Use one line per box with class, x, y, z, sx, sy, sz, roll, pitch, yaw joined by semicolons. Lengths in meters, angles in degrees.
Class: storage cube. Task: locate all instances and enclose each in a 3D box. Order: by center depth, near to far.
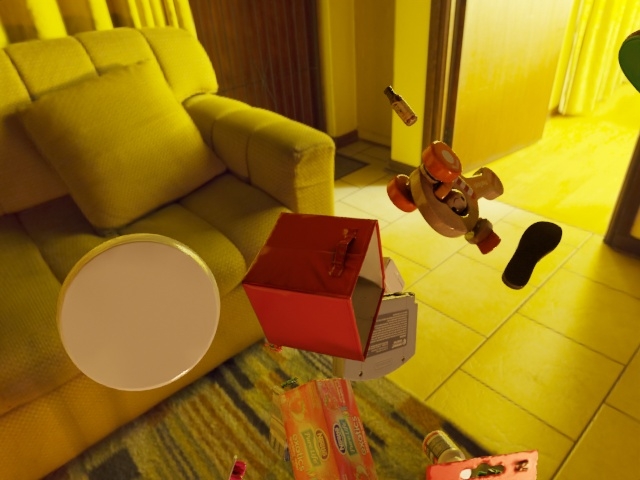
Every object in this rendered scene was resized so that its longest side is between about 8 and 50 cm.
storage cube;0.000;0.077;0.821;0.193;0.215;0.184;5;47;21

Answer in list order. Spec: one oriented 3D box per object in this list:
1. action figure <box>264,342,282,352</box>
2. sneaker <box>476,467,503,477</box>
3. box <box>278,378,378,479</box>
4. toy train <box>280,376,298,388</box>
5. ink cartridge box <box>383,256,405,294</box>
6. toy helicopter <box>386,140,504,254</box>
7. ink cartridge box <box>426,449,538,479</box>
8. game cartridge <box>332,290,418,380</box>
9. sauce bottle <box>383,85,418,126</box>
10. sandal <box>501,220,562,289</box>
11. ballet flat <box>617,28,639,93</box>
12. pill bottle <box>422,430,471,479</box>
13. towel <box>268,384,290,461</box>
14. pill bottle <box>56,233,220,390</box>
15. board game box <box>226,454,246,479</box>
action figure;-0.161;0.364;1.575;0.030;0.038;0.115;22;-9;-33
sneaker;0.520;0.699;1.318;0.076;0.166;0.065;49;44;6
box;0.019;0.516;1.147;0.154;0.142;0.300;18;47;-47
toy train;-0.138;0.634;2.026;0.083;0.017;0.024;-24;22;-10
ink cartridge box;0.173;0.132;1.598;0.203;0.148;0.086;0;46;40
toy helicopter;0.323;-0.090;0.980;0.355;0.140;0.235;-20;73;-46
ink cartridge box;0.259;0.452;0.706;0.189;0.232;0.066;-5;20;-7
game cartridge;0.140;0.237;1.126;0.062;0.198;0.297;11;8;44
sauce bottle;0.225;-0.382;1.288;0.042;0.042;0.128;-25;72;-28
sandal;0.607;0.038;1.323;0.097;0.054;0.254;39;74;22
ballet flat;0.868;-0.302;0.960;0.182;0.164;0.483;-22;58;-10
pill bottle;0.452;0.776;1.621;0.108;0.108;0.180;-13;11;-12
towel;-0.181;0.823;2.058;0.034;0.285;0.209;5;0;-30
pill bottle;-0.266;0.099;0.679;0.210;0.210;0.363;-19;3;-21
board game box;-0.331;0.974;1.532;0.050;0.390;0.390;15;52;3
